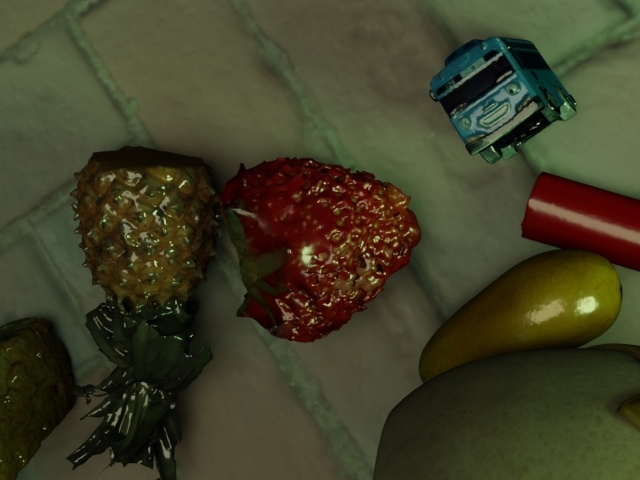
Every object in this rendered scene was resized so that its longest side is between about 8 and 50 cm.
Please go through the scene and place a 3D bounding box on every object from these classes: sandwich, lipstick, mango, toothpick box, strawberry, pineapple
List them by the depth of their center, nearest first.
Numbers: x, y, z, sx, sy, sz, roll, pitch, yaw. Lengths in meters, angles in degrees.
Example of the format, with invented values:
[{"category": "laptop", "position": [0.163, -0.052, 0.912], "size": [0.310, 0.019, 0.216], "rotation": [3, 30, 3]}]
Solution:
[{"category": "toothpick box", "position": [0.272, 0.290, 1.714], "size": [0.425, 0.409, 0.409], "rotation": [0, 96, 10]}, {"category": "lipstick", "position": [0.337, 0.004, 1.840], "size": [0.280, 0.073, 0.073], "rotation": [17, 101, 15]}, {"category": "mango", "position": [0.193, 0.080, 1.855], "size": [0.227, 0.136, 0.099], "rotation": [-31, 94, 28]}, {"category": "strawberry", "position": [0.000, 0.000, 1.891], "size": [0.201, 0.184, 0.187], "rotation": [-17, 72, -8]}, {"category": "sandwich", "position": [-0.422, 0.206, 1.945], "size": [0.262, 0.325, 0.131], "rotation": [-18, 102, 16]}, {"category": "pineapple", "position": [-0.179, 0.089, 1.953], "size": [0.166, 0.165, 0.364], "rotation": [5, 100, 15]}]

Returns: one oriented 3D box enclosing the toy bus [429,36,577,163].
[{"category": "toy bus", "position": [0.174, -0.139, 1.811], "size": [0.090, 0.185, 0.106], "rotation": [-34, 84, 16]}]
